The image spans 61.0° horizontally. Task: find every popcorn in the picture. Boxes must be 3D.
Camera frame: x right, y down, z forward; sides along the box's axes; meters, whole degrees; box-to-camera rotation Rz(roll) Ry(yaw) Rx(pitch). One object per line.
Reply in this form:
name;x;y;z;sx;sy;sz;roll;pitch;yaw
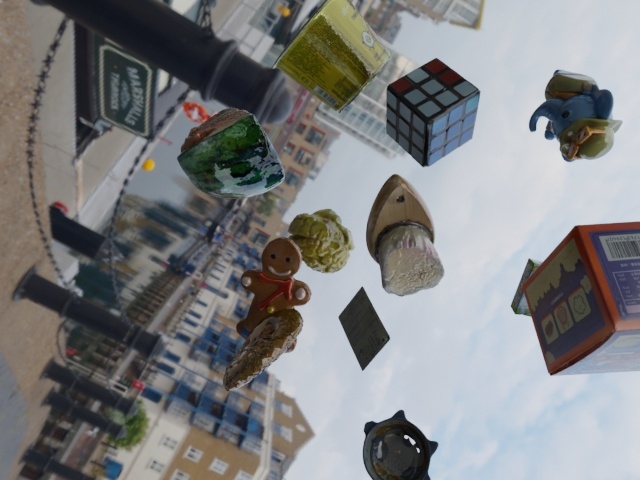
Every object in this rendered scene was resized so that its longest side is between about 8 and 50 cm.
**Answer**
popcorn;0.000;0.000;1.774;0.203;0.225;0.201;-111;-151;-73

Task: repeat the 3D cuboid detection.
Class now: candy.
candy;0.735;0.166;1.864;0.062;0.097;0.195;-85;-172;-70

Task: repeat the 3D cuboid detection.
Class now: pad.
pad;0.140;0.292;1.836;0.160;0.009;0.265;-55;-147;22

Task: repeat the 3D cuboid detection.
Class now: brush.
brush;0.197;-0.016;1.303;0.166;0.174;0.267;-97;176;-58

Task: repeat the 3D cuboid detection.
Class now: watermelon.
watermelon;-0.249;-0.201;1.456;0.222;0.292;0.319;-35;-144;-14

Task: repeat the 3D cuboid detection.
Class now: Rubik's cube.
Rubik's cube;0.265;-0.303;1.296;0.162;0.163;0.161;-30;148;-14

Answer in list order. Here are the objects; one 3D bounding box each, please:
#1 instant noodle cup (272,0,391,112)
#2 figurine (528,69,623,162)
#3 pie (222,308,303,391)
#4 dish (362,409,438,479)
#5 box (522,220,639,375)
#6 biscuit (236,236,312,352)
instant noodle cup;0.047;-0.575;1.691;0.325;0.254;0.325;-47;-169;12
figurine;0.613;-0.299;1.313;0.180;0.153;0.262;-50;-148;28
pie;-0.151;0.276;1.375;0.273;0.069;0.273;-46;-170;10
dish;0.245;0.641;1.635;0.227;0.236;0.086;-26;149;3
box;0.704;0.138;1.220;0.319;0.348;0.257;97;-12;-60
biscuit;-0.131;0.148;1.507;0.049;0.205;0.324;-43;151;-77
